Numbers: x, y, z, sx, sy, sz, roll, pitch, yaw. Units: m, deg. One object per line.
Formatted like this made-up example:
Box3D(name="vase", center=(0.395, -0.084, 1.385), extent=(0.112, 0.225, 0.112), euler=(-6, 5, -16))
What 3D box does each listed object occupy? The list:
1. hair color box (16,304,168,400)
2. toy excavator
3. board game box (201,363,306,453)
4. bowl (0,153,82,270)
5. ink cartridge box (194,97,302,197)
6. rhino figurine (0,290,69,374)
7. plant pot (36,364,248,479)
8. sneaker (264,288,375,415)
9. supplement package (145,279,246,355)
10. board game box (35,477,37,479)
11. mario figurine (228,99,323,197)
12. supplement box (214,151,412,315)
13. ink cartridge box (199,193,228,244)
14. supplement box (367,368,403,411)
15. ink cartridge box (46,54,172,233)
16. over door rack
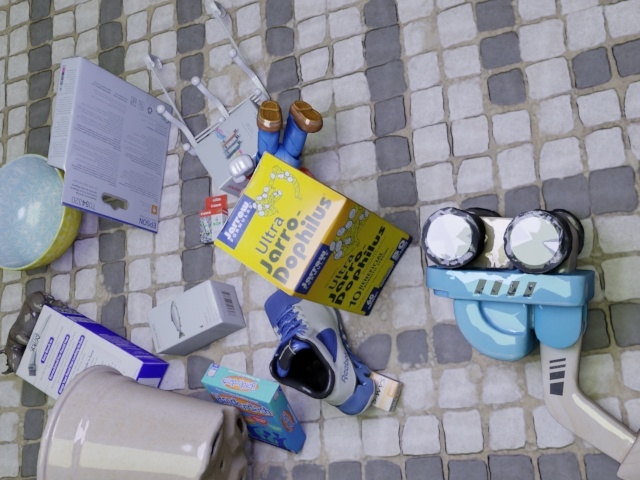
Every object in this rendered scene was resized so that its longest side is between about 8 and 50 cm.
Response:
Box3D(name="hair color box", center=(-0.538, 0.301, 1.779), extent=(0.339, 0.110, 0.185), euler=(23, 91, 26))
Box3D(name="toy excavator", center=(0.397, 0.166, 1.337), extent=(0.433, 0.222, 0.445), euler=(3, 94, 25))
Box3D(name="board game box", center=(-0.131, 0.340, 1.525), extent=(0.160, 0.210, 0.047), euler=(11, 52, 27))
Box3D(name="bowl", center=(-0.695, -0.057, 1.900), extent=(0.289, 0.156, 0.289), euler=(-5, 77, 24))
Box3D(name="ink cartridge box", center=(-0.163, -0.198, 1.694), extent=(0.176, 0.128, 0.127), euler=(-40, 66, 14))
Box3D(name="rhino figurine", center=(-0.736, 0.235, 1.905), extent=(0.106, 0.073, 0.243), euler=(35, 96, 23))
Box3D(name="plant pot", center=(-0.317, 0.423, 1.475), extent=(0.305, 0.334, 0.334), euler=(2, 80, 16))
Box3D(name="sneaker", center=(-0.031, 0.200, 1.499), extent=(0.127, 0.182, 0.315), euler=(-48, 53, 13))
Box3D(name="supplement package", center=(-0.276, 0.174, 1.682), extent=(0.179, 0.105, 0.105), euler=(-27, 70, 18))
Box3D(name="board game box", center=(-0.544, 0.647, 1.668), extent=(0.318, 0.066, 0.318), euler=(18, 72, 33))
Box3D(name="mario figurine", center=(-0.078, -0.120, 1.565), extent=(0.198, 0.320, 0.170), euler=(20, 43, 7))
Box3D(name="supplement box", center=(0.000, 0.000, 1.448), extent=(0.195, 0.356, 0.194), euler=(31, 94, 27))
Box3D(name="ink cartridge box", center=(-0.248, -0.051, 1.758), extent=(0.063, 0.029, 0.115), euler=(-9, 76, 24))
Box3D(name="supplement box", center=(0.108, 0.295, 1.513), extent=(0.098, 0.036, 0.062), euler=(17, 86, 27))
Box3D(name="ink cartridge box", center=(-0.477, -0.205, 1.734), extent=(0.071, 0.324, 0.330), euler=(1, 79, 26))
Box3D(name="over door rack", center=(-0.289, -0.396, 1.808), extent=(0.239, 0.108, 0.324), euler=(-34, 67, 15))
